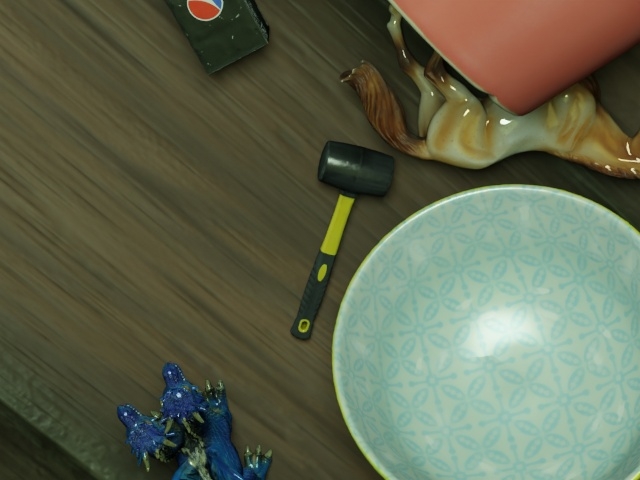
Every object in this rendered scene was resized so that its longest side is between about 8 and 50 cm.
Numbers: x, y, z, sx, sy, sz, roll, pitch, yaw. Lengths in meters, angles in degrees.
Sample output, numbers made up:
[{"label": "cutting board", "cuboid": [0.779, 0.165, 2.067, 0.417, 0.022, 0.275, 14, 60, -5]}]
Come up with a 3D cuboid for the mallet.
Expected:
[{"label": "mallet", "cuboid": [0.000, 0.000, 1.381, 0.062, 0.039, 0.189, 21, 115, -11]}]

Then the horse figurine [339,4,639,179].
[{"label": "horse figurine", "cuboid": [0.150, -0.121, 1.314, 0.263, 0.066, 0.174, -10, 107, 1]}]

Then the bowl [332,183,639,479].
[{"label": "bowl", "cuboid": [0.163, 0.115, 1.347, 0.290, 0.289, 0.156, -15, 155, 5]}]

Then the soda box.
[{"label": "soda box", "cuboid": [-0.105, -0.220, 1.272, 0.060, 0.053, 0.169, -26, 111, 10]}]

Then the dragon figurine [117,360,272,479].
[{"label": "dragon figurine", "cuboid": [-0.091, 0.219, 1.411, 0.085, 0.144, 0.289, -22, 112, 9]}]

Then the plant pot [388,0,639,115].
[{"label": "plant pot", "cuboid": [0.165, -0.239, 1.149, 0.275, 0.275, 0.243, 41, 106, -16]}]
